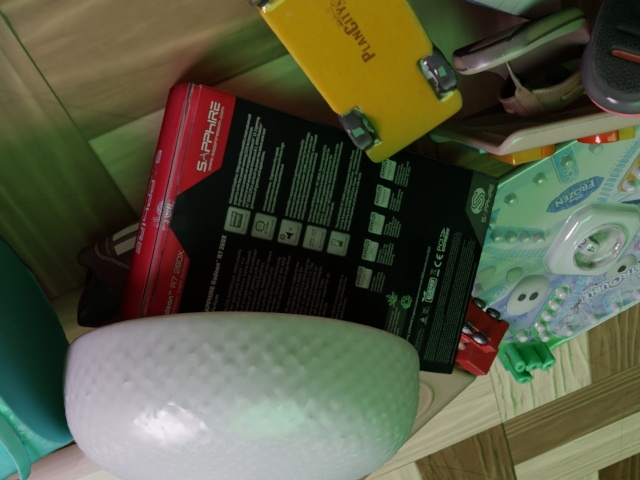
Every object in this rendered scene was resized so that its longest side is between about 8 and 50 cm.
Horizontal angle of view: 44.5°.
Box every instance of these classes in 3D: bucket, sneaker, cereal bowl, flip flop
[{"bbox_3d":[-0.364,0.122,0.734,0.183,0.281,0.281,-26,135,-1],"label":"bucket"},{"bbox_3d":[0.331,-0.192,0.738,0.314,0.116,0.136,-50,158,-31],"label":"sneaker"},{"bbox_3d":[-0.073,0.178,0.744,0.339,0.141,0.339,0,160,0],"label":"cereal bowl"},{"bbox_3d":[-0.179,0.088,0.896,0.162,0.106,0.281,-20,126,6],"label":"sneaker"},{"bbox_3d":[0.212,-0.155,0.749,0.112,0.080,0.277,-16,174,26],"label":"flip flop"}]

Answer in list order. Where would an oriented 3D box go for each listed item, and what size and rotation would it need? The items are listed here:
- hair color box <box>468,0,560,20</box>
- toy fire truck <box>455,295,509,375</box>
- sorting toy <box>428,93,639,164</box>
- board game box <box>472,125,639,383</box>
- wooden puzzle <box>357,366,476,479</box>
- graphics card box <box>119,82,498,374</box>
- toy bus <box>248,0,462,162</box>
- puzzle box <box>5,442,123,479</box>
[{"bbox_3d":[0.136,-0.268,0.560,0.174,0.105,0.347,-53,163,26],"label":"hair color box"},{"bbox_3d":[0.179,0.109,1.049,0.192,0.135,0.047,36,70,-10],"label":"toy fire truck"},{"bbox_3d":[0.233,-0.115,0.802,0.193,0.208,0.038,-13,102,-10],"label":"sorting toy"},{"bbox_3d":[0.379,0.011,1.066,0.390,0.050,0.390,-31,134,7],"label":"board game box"},{"bbox_3d":[0.008,0.243,1.118,0.348,0.080,0.322,22,120,-40],"label":"wooden puzzle"},{"bbox_3d":[0.000,0.000,0.808,0.371,0.094,0.233,12,91,-29],"label":"graphics card box"},{"bbox_3d":[-0.002,-0.216,0.655,0.108,0.130,0.333,-35,133,9],"label":"toy bus"},{"bbox_3d":[-0.275,0.350,1.033,0.409,0.052,0.272,-24,138,26],"label":"puzzle box"}]
